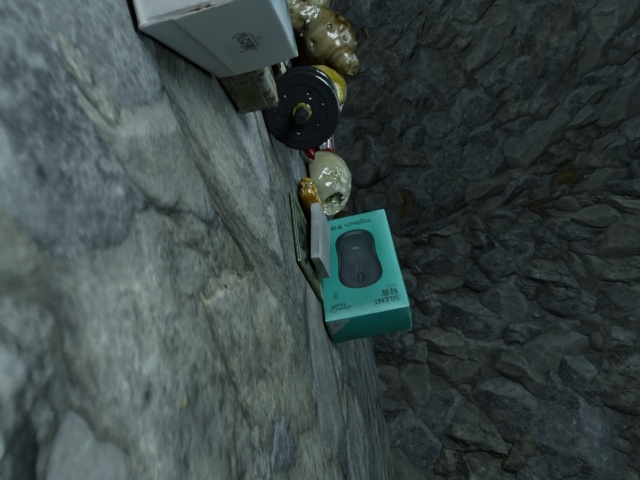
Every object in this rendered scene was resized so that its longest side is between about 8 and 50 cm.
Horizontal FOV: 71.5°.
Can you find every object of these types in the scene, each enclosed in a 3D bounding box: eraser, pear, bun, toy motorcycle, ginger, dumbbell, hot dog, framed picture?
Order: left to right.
[{"bbox_3d":[-0.034,-0.269,0.889,0.325,0.143,0.143,-88,164,-65],"label":"dumbbell"},{"bbox_3d":[-0.029,0.020,0.983,0.231,0.010,0.172,66,14,-60],"label":"framed picture"},{"bbox_3d":[-0.019,-0.084,1.105,0.165,0.045,0.071,69,10,-53],"label":"hot dog"},{"bbox_3d":[-0.014,-0.620,1.265,0.375,0.176,0.256,50,13,1],"label":"ginger"},{"bbox_3d":[-0.006,-0.401,1.264,0.178,0.178,0.177,-12,90,-83],"label":"pear"},{"bbox_3d":[0.000,0.000,1.035,0.104,0.023,0.150,64,22,-55],"label":"eraser"},{"bbox_3d":[0.031,-0.294,1.705,0.171,0.089,0.297,44,34,-77],"label":"toy motorcycle"},{"bbox_3d":[0.034,-0.175,1.373,0.178,0.128,0.193,68,14,-62],"label":"bun"}]

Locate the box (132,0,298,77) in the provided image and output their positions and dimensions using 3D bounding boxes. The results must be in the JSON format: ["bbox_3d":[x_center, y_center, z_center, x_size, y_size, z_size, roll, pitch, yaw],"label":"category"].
[{"bbox_3d":[-0.113,-0.324,0.425,0.203,0.116,0.274,-55,132,-80],"label":"box"}]

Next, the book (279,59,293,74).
[{"bbox_3d":[-0.115,-0.514,1.071,0.157,0.026,0.231,-90,161,-60],"label":"book"}]

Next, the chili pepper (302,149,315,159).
[{"bbox_3d":[-0.058,-0.312,1.199,0.059,0.050,0.268,29,-27,32],"label":"chili pepper"}]

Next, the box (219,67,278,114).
[{"bbox_3d":[-0.098,-0.218,0.601,0.098,0.062,0.044,62,18,-71],"label":"box"}]

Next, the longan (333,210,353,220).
[{"bbox_3d":[0.101,-0.081,1.936,0.113,0.092,0.113,36,-18,14],"label":"longan"}]

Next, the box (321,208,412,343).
[{"bbox_3d":[0.101,0.083,1.135,0.118,0.205,0.311,66,13,-52],"label":"box"}]

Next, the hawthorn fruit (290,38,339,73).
[{"bbox_3d":[-0.018,-0.667,1.494,0.260,0.224,0.224,56,17,-29],"label":"hawthorn fruit"}]
